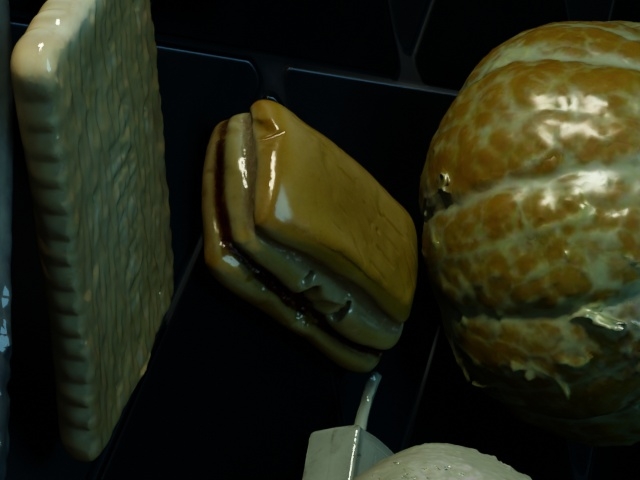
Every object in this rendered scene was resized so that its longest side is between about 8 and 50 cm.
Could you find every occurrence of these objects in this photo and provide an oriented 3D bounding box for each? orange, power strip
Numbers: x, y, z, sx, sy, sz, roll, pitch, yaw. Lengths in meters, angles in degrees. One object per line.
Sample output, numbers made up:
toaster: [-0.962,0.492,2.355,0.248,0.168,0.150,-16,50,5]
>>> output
orange: [0.221,-0.009,1.342,0.329,0.249,0.329,10,78,-56]
power strip: [0.023,0.163,1.149,0.075,0.042,0.175,45,44,-42]

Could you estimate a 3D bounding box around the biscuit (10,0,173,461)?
biscuit: [-0.114,-0.025,0.912,0.160,0.030,0.250,-71,163,-52]

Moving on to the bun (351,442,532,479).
bun: [0.109,0.305,1.027,0.359,0.211,0.360,7,81,-53]

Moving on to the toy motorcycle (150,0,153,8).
toy motorcycle: [-0.073,-0.230,1.094,0.298,0.089,0.171,-41,127,-58]

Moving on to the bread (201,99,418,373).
bread: [0.000,0.000,1.155,0.200,0.077,0.116,38,40,-47]

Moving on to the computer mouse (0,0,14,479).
computer mouse: [-0.218,-0.024,0.761,0.188,0.122,0.371,16,68,-64]
